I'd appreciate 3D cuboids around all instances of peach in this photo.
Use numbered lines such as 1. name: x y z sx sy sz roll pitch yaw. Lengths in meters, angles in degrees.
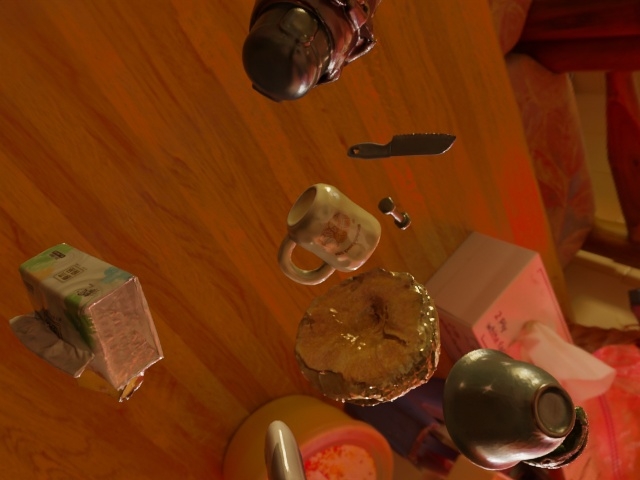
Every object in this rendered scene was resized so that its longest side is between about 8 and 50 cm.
1. peach: -0.456 0.283 1.145 0.151 0.151 0.118 28 77 -36

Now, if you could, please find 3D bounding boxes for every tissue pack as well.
1. tissue pack: -0.381 0.121 0.803 0.145 0.229 0.159 -34 127 -40

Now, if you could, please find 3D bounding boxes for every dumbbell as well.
1. dumbbell: 0.207 -0.075 1.438 0.046 0.052 0.118 -40 138 14

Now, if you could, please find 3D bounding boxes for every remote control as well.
1. remote control: -0.089 0.640 1.397 0.104 0.332 0.221 -15 119 -8

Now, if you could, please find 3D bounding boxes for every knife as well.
1. knife: 0.137 -0.172 0.954 0.019 0.313 0.044 5 94 -31

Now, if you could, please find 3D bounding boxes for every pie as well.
1. pie: 0.095 0.194 1.103 0.339 0.339 0.083 -43 131 -14

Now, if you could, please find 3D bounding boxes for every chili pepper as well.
1. chili pepper: 0.560 0.507 1.286 0.065 0.122 0.279 -10 153 -47

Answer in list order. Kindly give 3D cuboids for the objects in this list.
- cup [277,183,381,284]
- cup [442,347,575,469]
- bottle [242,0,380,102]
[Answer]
1. cup: 0.004 -0.015 1.366 0.202 0.173 0.255 34 130 -22
2. cup: 0.318 0.268 0.827 0.199 0.150 0.199 6 73 -19
3. bottle: 0.003 -0.267 0.596 0.143 0.156 0.271 30 54 -10
